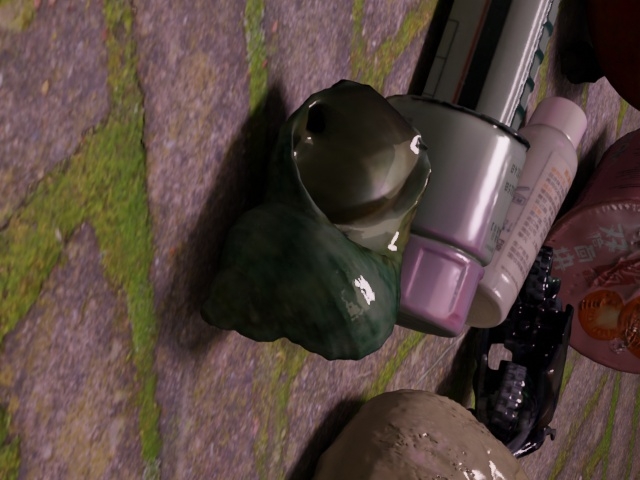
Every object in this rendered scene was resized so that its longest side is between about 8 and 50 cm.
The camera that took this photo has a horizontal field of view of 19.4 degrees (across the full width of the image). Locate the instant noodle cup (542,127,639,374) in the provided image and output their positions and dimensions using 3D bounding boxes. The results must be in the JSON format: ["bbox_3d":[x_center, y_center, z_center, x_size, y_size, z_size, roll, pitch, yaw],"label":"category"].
[{"bbox_3d":[0.394,0.000,2.220,0.231,0.243,0.243,-58,156,-53],"label":"instant noodle cup"}]

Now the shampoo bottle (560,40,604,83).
[{"bbox_3d":[0.290,-0.195,2.064,0.137,0.027,0.048,-1,104,-69],"label":"shampoo bottle"}]

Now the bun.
[{"bbox_3d":[0.096,0.316,1.687,0.359,0.211,0.359,-49,148,-47],"label":"bun"}]

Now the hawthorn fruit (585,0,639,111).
[{"bbox_3d":[0.430,-0.285,1.997,0.308,0.308,0.324,-26,122,-64],"label":"hawthorn fruit"}]

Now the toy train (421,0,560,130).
[{"bbox_3d":[0.125,-0.094,1.618,0.086,0.088,0.407,44,65,-77],"label":"toy train"}]

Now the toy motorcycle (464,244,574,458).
[{"bbox_3d":[0.215,0.133,2.018,0.270,0.106,0.159,-68,166,-47],"label":"toy motorcycle"}]

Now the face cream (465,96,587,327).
[{"bbox_3d":[0.197,-0.036,1.866,0.082,0.082,0.269,81,31,-50],"label":"face cream"}]

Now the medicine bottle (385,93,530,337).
[{"bbox_3d":[0.081,-0.019,1.498,0.135,0.135,0.168,40,67,-68],"label":"medicine bottle"}]

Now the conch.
[{"bbox_3d":[-0.001,-0.002,1.323,0.188,0.122,0.176,-56,133,-44],"label":"conch"}]
